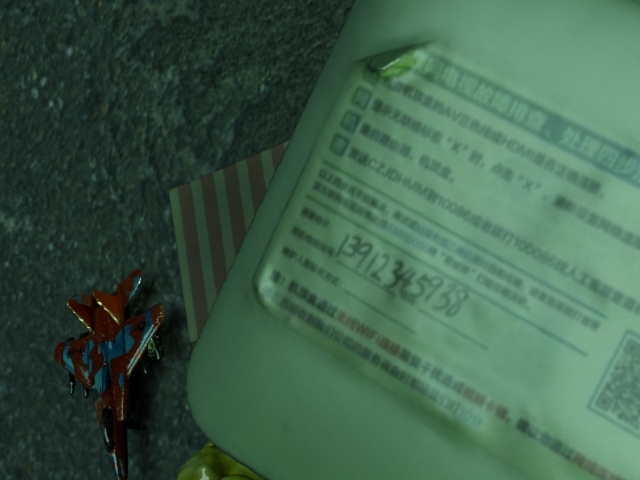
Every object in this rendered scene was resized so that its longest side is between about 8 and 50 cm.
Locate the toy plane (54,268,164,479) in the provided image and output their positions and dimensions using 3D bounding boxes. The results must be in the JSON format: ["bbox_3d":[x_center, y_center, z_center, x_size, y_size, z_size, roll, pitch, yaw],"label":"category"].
[{"bbox_3d":[-0.179,0.125,1.477,0.130,0.061,0.189,-21,73,28],"label":"toy plane"}]

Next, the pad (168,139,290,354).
[{"bbox_3d":[0.000,0.000,1.417,0.299,0.005,0.202,-20,69,29],"label":"pad"}]

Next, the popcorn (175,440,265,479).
[{"bbox_3d":[-0.020,0.242,1.240,0.259,0.259,0.212,38,132,34],"label":"popcorn"}]

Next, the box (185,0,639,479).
[{"bbox_3d":[0.143,0.030,1.072,0.396,0.111,0.397,30,100,25],"label":"box"}]
